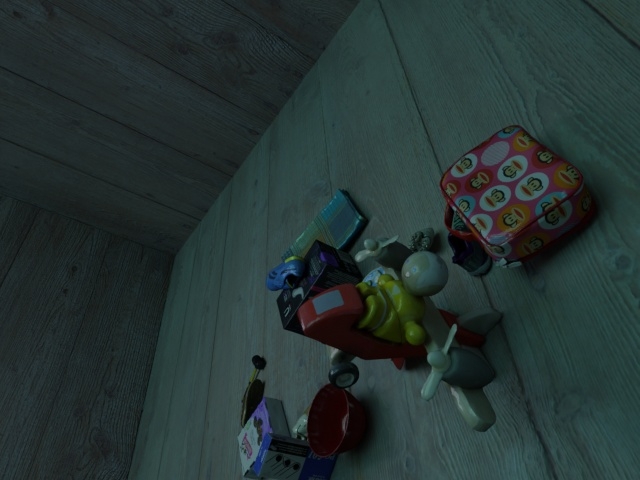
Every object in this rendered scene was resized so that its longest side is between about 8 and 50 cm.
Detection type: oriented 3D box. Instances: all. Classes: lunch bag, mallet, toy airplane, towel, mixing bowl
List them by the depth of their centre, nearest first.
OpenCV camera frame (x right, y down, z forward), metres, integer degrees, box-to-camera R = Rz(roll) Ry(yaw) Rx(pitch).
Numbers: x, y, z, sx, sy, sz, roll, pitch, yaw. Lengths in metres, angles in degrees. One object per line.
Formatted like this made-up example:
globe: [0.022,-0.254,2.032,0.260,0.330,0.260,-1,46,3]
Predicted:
toy airplane: [0.199,0.144,0.915,0.384,0.386,0.272,-34,-35,-51]
lunch bag: [0.384,-0.090,0.979,0.258,0.120,0.293,-38,37,17]
mixing bowl: [0.053,0.472,1.203,0.181,0.098,0.181,-40,36,39]
towel: [0.000,0.000,1.677,0.370,0.040,0.271,-49,31,13]
mallet: [-0.262,0.540,1.783,0.062,0.039,0.189,12,84,60]

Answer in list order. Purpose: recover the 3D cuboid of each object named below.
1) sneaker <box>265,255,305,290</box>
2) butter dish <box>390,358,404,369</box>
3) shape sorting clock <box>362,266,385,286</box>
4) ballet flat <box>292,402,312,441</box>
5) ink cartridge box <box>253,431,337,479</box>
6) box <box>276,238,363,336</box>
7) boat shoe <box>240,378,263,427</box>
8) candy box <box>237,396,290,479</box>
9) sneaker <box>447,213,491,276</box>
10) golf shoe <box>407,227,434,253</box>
sneaker: [-0.121,0.129,1.507,0.209,0.069,0.082,-40,38,44]
butter dish: [0.207,0.212,1.120,0.160,0.118,0.160,79,172,-62]
shape sorting clock: [0.172,0.171,1.255,0.206,0.040,0.206,-17,65,42]
ballet flat: [-0.052,0.578,1.333,0.080,0.073,0.232,-23,49,52]
ink cartridge box: [-0.062,0.573,1.207,0.046,0.207,0.097,6,75,63]
box: [-0.010,0.162,1.509,0.270,0.143,0.165,-56,27,19]
boat shoe: [-0.259,0.596,1.695,0.060,0.064,0.178,-17,57,53]
candy box: [-0.190,0.649,1.523,0.196,0.070,0.165,-57,29,15]
sneaker: [0.342,-0.030,1.089,0.083,0.098,0.223,-38,39,43]
golf shoe: [0.256,0.036,1.251,0.086,0.069,0.176,-36,-17,-47]
